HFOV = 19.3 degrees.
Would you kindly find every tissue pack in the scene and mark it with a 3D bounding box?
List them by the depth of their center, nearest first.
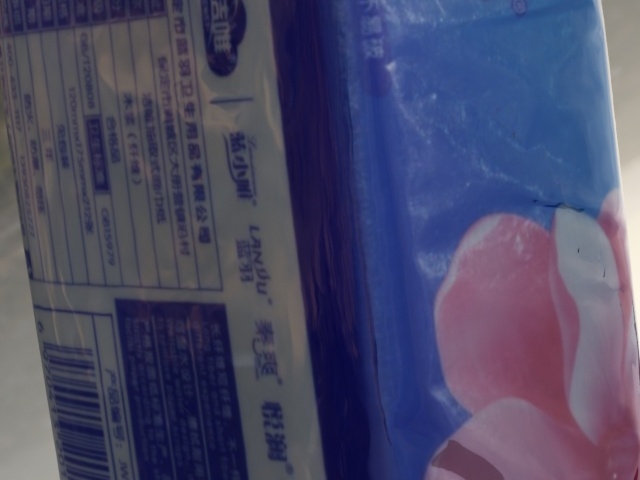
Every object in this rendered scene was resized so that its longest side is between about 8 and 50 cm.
[{"bbox_3d":[0.000,0.000,0.636,0.137,0.270,0.209,-14,-172,-44],"label":"tissue pack"}]
